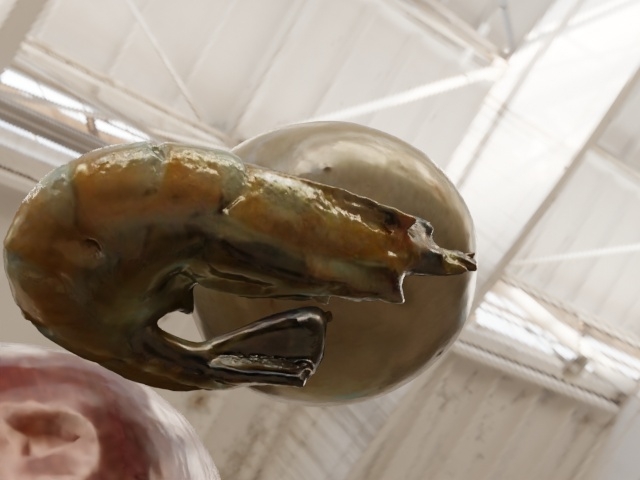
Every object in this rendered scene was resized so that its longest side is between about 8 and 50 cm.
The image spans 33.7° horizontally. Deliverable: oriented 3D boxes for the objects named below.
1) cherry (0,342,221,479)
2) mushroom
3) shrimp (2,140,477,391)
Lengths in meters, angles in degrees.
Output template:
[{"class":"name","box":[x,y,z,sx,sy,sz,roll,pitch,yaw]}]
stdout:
[{"class":"cherry","box":[-0.226,0.234,0.758,0.326,0.291,0.335,-37,-19,-4]},{"class":"mushroom","box":[0.009,0.014,0.719,0.206,0.206,0.209,-63,-10,18]},{"class":"shrimp","box":[-0.038,0.030,0.554,0.254,0.059,0.145,15,-66,-29]}]
